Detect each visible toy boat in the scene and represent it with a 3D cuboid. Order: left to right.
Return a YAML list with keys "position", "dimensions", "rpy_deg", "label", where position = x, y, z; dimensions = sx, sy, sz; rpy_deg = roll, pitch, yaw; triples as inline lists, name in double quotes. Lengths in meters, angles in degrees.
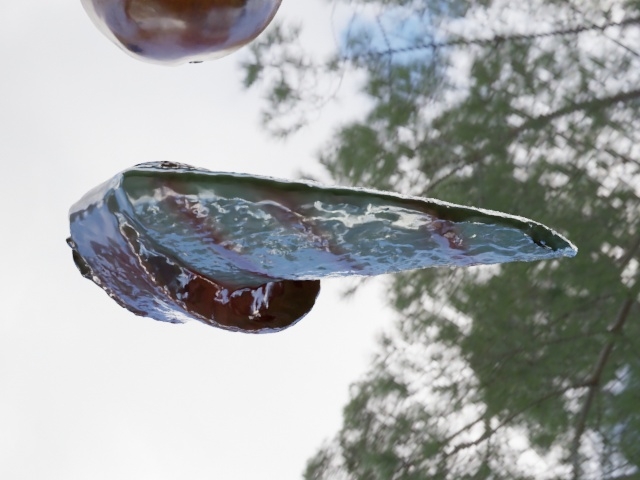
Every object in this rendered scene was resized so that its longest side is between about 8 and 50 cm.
- position: [0.000, 0.000, 0.701]
  dimensions: [0.282, 0.206, 0.096]
  rpy_deg: [-1, -113, 31]
  label: "toy boat"

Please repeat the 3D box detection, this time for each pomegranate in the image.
- position: [-0.122, -0.247, 1.050]
  dimensions: [0.191, 0.191, 0.191]
  rpy_deg: [4, -118, -8]
  label: "pomegranate"
